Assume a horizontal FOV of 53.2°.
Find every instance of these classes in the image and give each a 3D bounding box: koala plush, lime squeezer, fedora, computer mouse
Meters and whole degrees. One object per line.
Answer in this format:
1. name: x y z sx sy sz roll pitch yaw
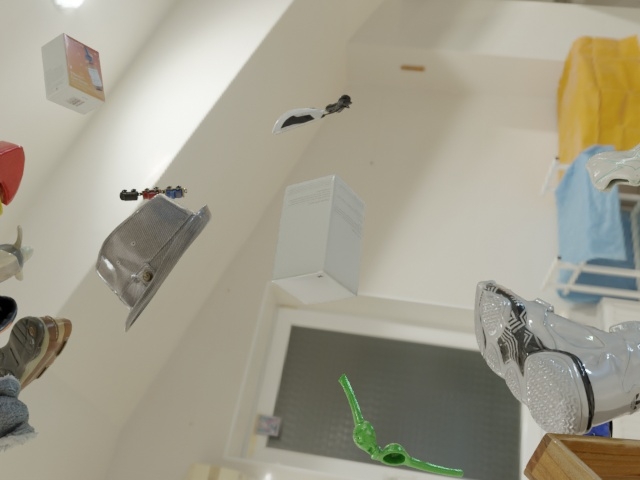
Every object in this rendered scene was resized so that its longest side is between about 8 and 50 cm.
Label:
1. koala plush: -0.665 0.371 1.222 0.196 0.221 0.203 51 156 40
2. lime squeezer: 0.134 0.403 1.283 0.110 0.310 0.058 -22 -36 -60
3. fedora: -0.319 0.020 1.159 0.275 0.124 0.243 -49 9 27
4. computer mouse: -0.028 -0.295 1.486 0.042 0.193 0.106 71 165 -9

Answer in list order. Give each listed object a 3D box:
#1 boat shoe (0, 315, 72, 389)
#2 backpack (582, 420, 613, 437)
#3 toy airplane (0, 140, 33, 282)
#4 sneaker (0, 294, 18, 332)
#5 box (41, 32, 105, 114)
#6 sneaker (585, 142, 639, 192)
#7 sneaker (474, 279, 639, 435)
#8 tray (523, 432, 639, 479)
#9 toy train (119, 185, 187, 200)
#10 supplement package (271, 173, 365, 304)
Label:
1. boat shoe: -0.690 0.283 1.518 0.120 0.324 0.122 -9 -115 -53
2. backpack: 0.504 0.364 1.222 0.098 0.101 0.120 76 -158 -80
3. toy airplane: -0.698 0.001 1.121 0.272 0.385 0.386 74 173 -45
4. sneaker: -0.705 0.148 1.137 0.321 0.180 0.124 -21 -86 -45
5. box: -0.682 -0.457 1.763 0.130 0.091 0.170 18 -124 -60
6. sneaker: 0.472 -0.112 0.933 0.054 0.152 0.061 32 -134 -44
7. sneaker: 0.404 0.177 1.065 0.366 0.210 0.137 -114 21 -63
8. tray: 0.485 0.359 0.848 0.203 0.411 0.076 46 118 55
9. toy train: -0.397 -0.110 1.514 0.036 0.158 0.027 -104 10 -62
10. supplement package: 0.000 0.000 1.050 0.105 0.105 0.179 41 -133 -46
